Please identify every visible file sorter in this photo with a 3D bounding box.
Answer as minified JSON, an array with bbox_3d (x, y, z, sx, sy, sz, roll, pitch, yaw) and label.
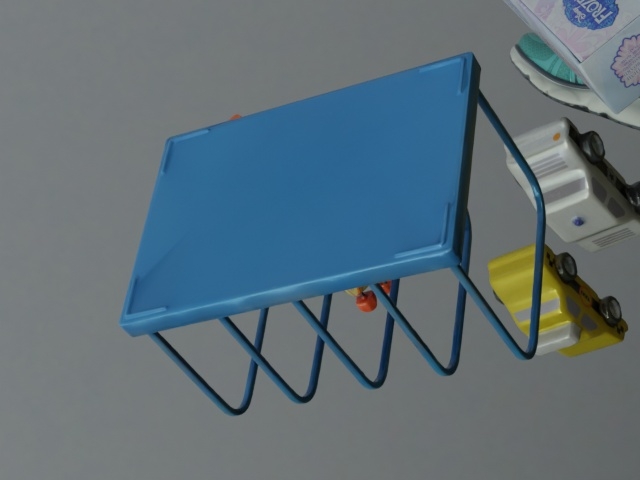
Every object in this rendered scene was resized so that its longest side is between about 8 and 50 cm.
[{"bbox_3d":[0.011,0.006,0.785,0.104,0.170,0.118,52,-145,-40],"label":"file sorter"}]

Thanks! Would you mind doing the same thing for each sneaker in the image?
[{"bbox_3d":[0.309,-0.176,1.673,0.107,0.275,0.110,10,-80,-41],"label":"sneaker"}]

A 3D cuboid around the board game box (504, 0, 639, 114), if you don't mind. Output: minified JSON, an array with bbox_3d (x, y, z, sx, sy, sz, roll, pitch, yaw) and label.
[{"bbox_3d":[0.297,-0.288,1.392,0.318,0.319,0.066,-38,-58,7],"label":"board game box"}]

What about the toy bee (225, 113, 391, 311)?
[{"bbox_3d":[0.000,0.000,1.601,0.195,0.298,0.162,-28,-45,0],"label":"toy bee"}]

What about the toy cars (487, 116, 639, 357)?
[{"bbox_3d":[0.277,0.025,1.834,0.394,0.176,0.087,90,-171,-51],"label":"toy cars"}]
